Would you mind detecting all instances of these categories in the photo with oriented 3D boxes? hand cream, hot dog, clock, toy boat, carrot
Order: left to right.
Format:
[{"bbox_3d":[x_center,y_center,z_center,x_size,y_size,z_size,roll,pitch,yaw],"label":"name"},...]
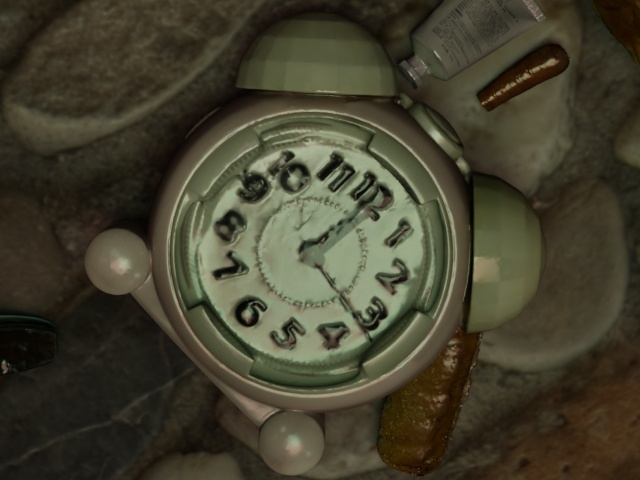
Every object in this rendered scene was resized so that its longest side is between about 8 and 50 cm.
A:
[{"bbox_3d":[-0.322,0.100,1.492,0.140,0.066,0.059,-4,102,-34],"label":"toy boat"},{"bbox_3d":[0.000,0.000,1.409,0.326,0.184,0.342,-43,99,10],"label":"clock"},{"bbox_3d":[0.121,0.104,1.534,0.083,0.068,0.289,14,110,-3],"label":"hot dog"},{"bbox_3d":[0.132,-0.195,1.440,0.142,0.053,0.084,-40,110,-7],"label":"hand cream"},{"bbox_3d":[0.191,-0.154,1.464,0.093,0.032,0.032,-31,110,12],"label":"carrot"}]

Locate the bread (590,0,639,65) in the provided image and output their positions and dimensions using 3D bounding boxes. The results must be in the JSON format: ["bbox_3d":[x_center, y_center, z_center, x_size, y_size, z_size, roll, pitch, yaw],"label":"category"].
[{"bbox_3d":[0.279,-0.314,1.352,0.195,0.149,0.344,-37,110,-7],"label":"bread"}]
